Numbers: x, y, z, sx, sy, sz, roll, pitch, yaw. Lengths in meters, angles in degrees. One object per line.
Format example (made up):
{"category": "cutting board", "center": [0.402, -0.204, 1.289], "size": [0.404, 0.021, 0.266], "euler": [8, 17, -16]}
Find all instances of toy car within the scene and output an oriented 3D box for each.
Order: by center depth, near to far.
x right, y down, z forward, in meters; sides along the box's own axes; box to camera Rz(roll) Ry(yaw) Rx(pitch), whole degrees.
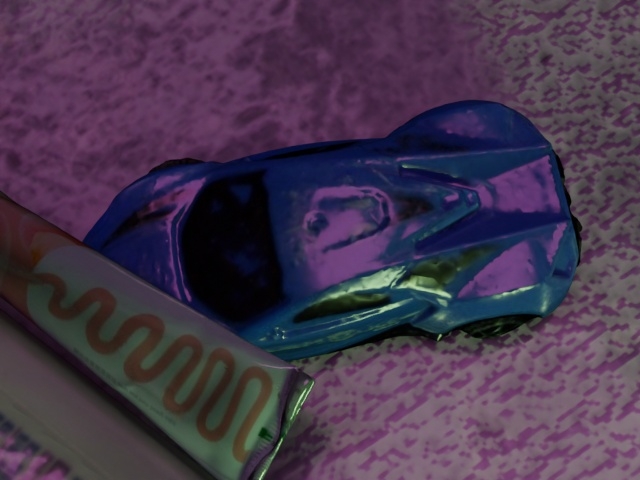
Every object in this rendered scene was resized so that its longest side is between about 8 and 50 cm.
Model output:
{"category": "toy car", "center": [0.000, 0.000, 0.464], "size": [0.216, 0.063, 0.103], "euler": [-11, 74, 1]}

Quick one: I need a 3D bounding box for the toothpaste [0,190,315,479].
{"category": "toothpaste", "center": [-0.094, 0.025, 0.443], "size": [0.205, 0.036, 0.056], "euler": [31, 106, 23]}

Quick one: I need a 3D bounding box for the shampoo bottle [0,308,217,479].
{"category": "shampoo bottle", "center": [-0.147, 0.098, 0.439], "size": [0.359, 0.078, 0.134], "euler": [35, 89, 12]}
